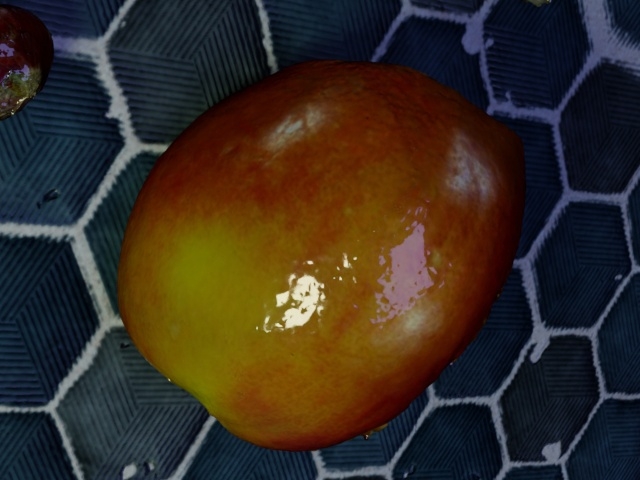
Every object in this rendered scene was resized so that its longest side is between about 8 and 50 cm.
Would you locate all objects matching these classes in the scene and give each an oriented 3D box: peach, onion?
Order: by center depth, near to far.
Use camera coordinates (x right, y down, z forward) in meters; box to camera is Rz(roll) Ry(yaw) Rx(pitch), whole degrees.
[{"bbox_3d":[-0.272,-0.148,1.142,0.107,0.097,0.107,-44,170,-10],"label":"onion"},{"bbox_3d":[0.000,0.000,1.266,0.380,0.306,0.242,-51,135,-3],"label":"peach"}]

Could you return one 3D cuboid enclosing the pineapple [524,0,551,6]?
[{"bbox_3d":[0.292,-0.367,1.392,0.344,0.209,0.286,-11,113,-34],"label":"pineapple"}]
